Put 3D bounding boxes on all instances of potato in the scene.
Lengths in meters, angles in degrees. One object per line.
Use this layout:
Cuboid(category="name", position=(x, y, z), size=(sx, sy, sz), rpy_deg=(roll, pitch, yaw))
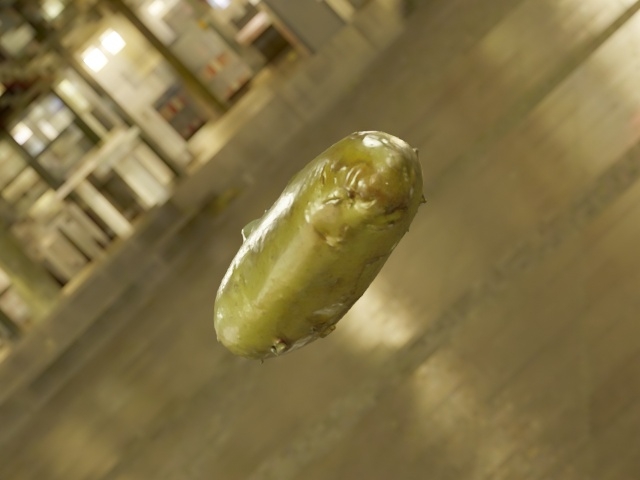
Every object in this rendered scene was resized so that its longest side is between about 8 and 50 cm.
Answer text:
Cuboid(category="potato", position=(0.000, 0.000, 1.212), size=(0.105, 0.085, 0.188), rpy_deg=(-41, -8, -47))
